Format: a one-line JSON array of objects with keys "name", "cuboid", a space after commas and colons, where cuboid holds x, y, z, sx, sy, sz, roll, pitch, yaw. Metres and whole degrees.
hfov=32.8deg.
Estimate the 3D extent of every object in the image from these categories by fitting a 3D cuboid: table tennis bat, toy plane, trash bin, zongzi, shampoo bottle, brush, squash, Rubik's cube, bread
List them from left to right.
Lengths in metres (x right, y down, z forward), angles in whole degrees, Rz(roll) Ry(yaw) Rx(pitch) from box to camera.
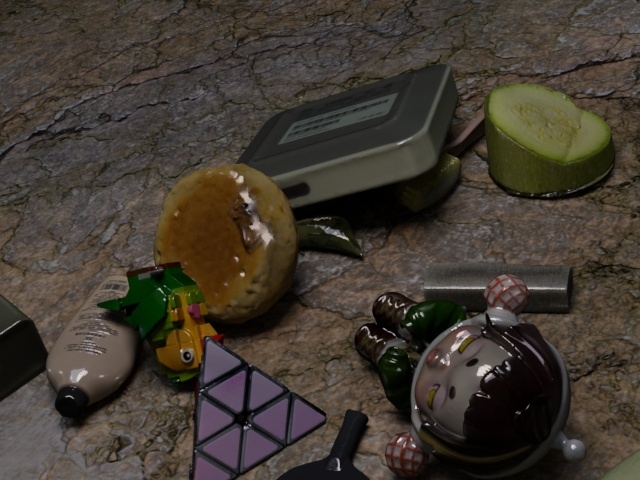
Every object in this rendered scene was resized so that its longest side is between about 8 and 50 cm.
[{"name": "trash bin", "cuboid": [-0.550, 0.148, 1.661, 0.164, 0.122, 0.240, -36, 42, -28]}, {"name": "shampoo bottle", "cuboid": [-0.328, 0.157, 1.600, 0.127, 0.078, 0.257, 9, 37, 6]}, {"name": "bread", "cuboid": [-0.132, 0.004, 1.643, 0.244, 0.245, 0.134, 5, -5, 25]}, {"name": "Rubik's cube", "cuboid": [-0.083, 0.252, 1.417, 0.178, 0.211, 0.191, 7, 68, -5]}, {"name": "zongzi", "cuboid": [0.000, 0.000, 1.735, 0.109, 0.055, 0.119, -19, 46, -4]}, {"name": "table tennis bat", "cuboid": [0.008, 0.299, 1.329, 0.150, 0.027, 0.236, 3, 39, 23]}, {"name": "toy plane", "cuboid": [0.069, -0.091, 1.816, 0.135, 0.062, 0.188, -4, 23, 8]}, {"name": "brush", "cuboid": [0.230, -0.136, 1.845, 0.067, 0.072, 0.313, 34, 50, 20]}, {"name": "squash", "cuboid": [0.379, -0.172, 1.784, 0.220, 0.133, 0.220, -4, 35, 3]}]

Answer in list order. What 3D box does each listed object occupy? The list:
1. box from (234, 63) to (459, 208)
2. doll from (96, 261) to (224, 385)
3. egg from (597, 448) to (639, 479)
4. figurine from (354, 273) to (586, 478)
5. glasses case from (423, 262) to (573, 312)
[{"name": "box", "cuboid": [0.038, -0.175, 1.839, 0.367, 0.091, 0.373, -14, 24, 20]}, {"name": "doll", "cuboid": [-0.218, 0.117, 1.550, 0.134, 0.106, 0.186, -45, 74, 18]}, {"name": "egg", "cuboid": [0.351, 0.302, 1.041, 0.295, 0.218, 0.218, -24, 34, 7]}, {"name": "figurine", "cuboid": [0.172, 0.169, 1.347, 0.281, 0.167, 0.370, -58, 33, -2]}, {"name": "glasses case", "cuboid": [0.254, 0.064, 1.555, 0.204, 0.047, 0.071, 0, 36, 20]}]
